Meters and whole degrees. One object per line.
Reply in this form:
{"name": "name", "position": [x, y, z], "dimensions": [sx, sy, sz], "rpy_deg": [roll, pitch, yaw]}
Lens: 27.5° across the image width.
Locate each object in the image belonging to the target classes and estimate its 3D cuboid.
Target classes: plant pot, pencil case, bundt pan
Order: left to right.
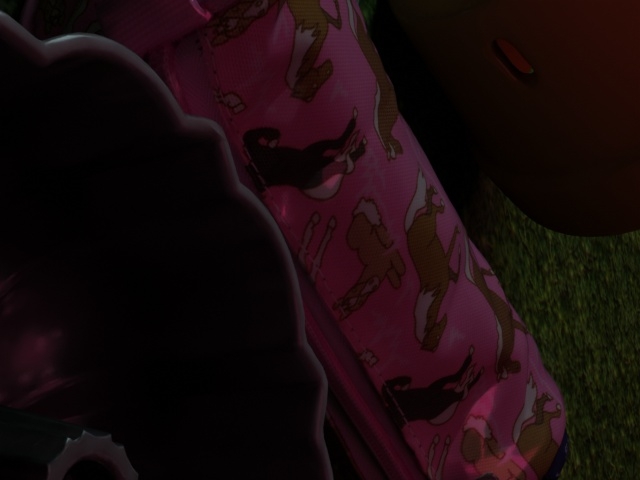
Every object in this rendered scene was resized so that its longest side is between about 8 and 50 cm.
{"name": "bundt pan", "position": [-0.126, 0.094, 0.455], "dimensions": [0.331, 0.124, 0.330], "rpy_deg": [16, 71, -59]}
{"name": "pencil case", "position": [0.000, 0.000, 0.667], "dimensions": [0.160, 0.167, 0.386], "rpy_deg": [-43, 126, -18]}
{"name": "plant pot", "position": [0.185, -0.178, 0.932], "dimensions": [0.203, 0.291, 0.291], "rpy_deg": [37, 51, -32]}
